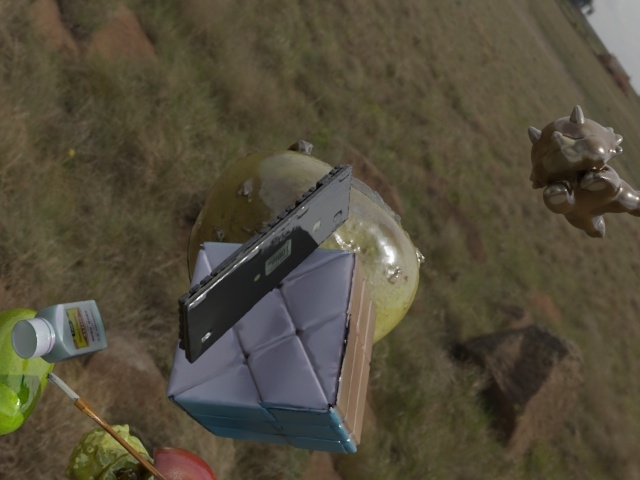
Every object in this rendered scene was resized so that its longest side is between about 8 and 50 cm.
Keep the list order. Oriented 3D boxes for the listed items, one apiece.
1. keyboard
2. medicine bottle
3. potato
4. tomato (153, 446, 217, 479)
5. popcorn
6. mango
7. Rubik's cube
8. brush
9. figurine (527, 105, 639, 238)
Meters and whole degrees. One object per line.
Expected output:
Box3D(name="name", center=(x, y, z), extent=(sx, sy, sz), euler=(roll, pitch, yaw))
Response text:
Box3D(name="keyboard", center=(-0.059, 0.019, 0.955), extent=(0.027, 0.106, 0.317), euler=(27, 47, 22))
Box3D(name="medicine bottle", center=(-0.353, 0.125, 1.078), extent=(0.118, 0.055, 0.074), euler=(-3, 75, -59))
Box3D(name="potato", center=(0.000, 0.000, 1.510), extent=(0.442, 0.319, 0.385), euler=(27, 56, -16))
Box3D(name="tomato", center=(-0.281, 0.604, 1.774), extent=(0.338, 0.143, 0.338), euler=(170, -90, -81))
Box3D(name="popcorn", center=(-0.493, 0.557, 1.920), extent=(0.256, 0.195, 0.255), euler=(60, -7, -28))
Box3D(name="mango", center=(-0.568, 0.237, 1.432), extent=(0.149, 0.185, 0.273), euler=(34, 31, -25))
Box3D(name="Rubik's cube", center=(-0.056, 0.150, 1.096), extent=(0.225, 0.231, 0.221), euler=(68, 28, -61))
Box3D(name="brush", center=(-0.339, 0.332, 1.337), extent=(0.314, 0.017, 0.090), euler=(44, -14, 0))
Box3D(name="figurine", center=(0.484, -0.136, 1.479), extent=(0.247, 0.177, 0.173), euler=(17, 54, -32))
